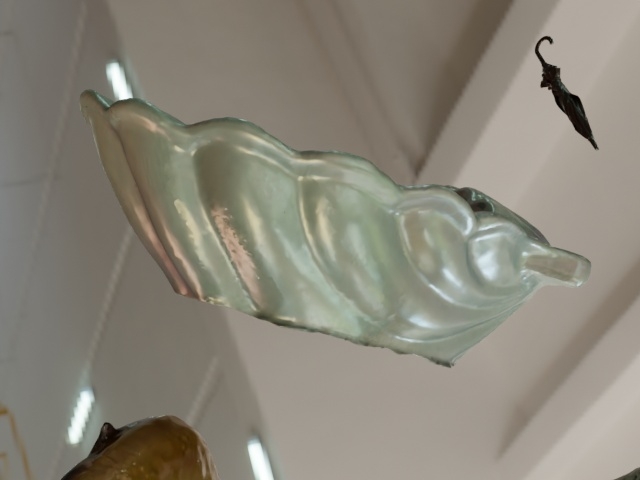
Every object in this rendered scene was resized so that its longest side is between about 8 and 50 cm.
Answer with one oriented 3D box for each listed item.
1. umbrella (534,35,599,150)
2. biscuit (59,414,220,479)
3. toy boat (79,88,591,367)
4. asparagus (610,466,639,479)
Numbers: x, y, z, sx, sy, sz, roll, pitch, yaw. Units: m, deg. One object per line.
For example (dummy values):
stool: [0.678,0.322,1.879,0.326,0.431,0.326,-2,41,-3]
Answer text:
umbrella: [0.166,-0.098,1.010,0.022,0.013,0.122,-47,-142,30]
biscuit: [-0.098,0.232,0.739,0.045,0.154,0.299,12,-75,22]
toy boat: [0.000,0.000,0.799,0.199,0.290,0.100,13,-92,68]
asparagus: [0.118,0.202,0.784,0.082,0.085,0.343,62,-41,28]
